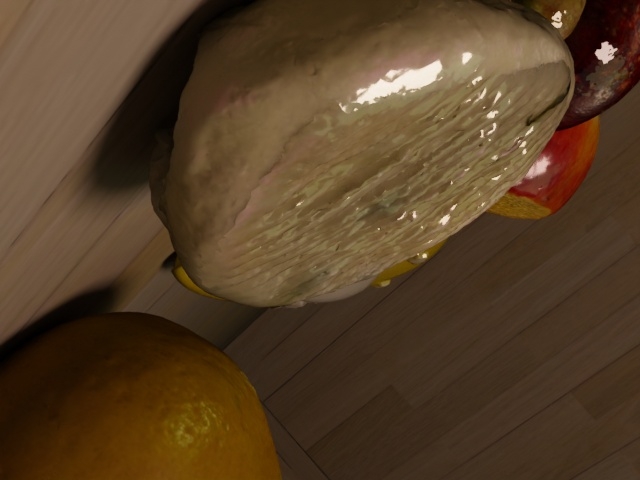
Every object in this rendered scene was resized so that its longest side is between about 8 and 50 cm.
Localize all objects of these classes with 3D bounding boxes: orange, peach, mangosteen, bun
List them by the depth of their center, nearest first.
[{"bbox_3d":[0.012,-0.059,0.477,0.210,0.116,0.237,-38,155,19],"label":"bun"},{"bbox_3d":[0.121,-0.145,0.606,0.181,0.155,0.146,-5,-177,-33],"label":"mangosteen"},{"bbox_3d":[-0.158,0.185,0.691,0.279,0.235,0.279,-48,-179,1],"label":"orange"},{"bbox_3d":[0.131,-0.088,0.823,0.192,0.190,0.190,-44,176,11],"label":"peach"}]

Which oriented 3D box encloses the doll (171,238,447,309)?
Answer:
[{"bbox_3d":[0.000,0.000,0.837,0.237,0.111,0.252,-13,170,39],"label":"doll"}]
